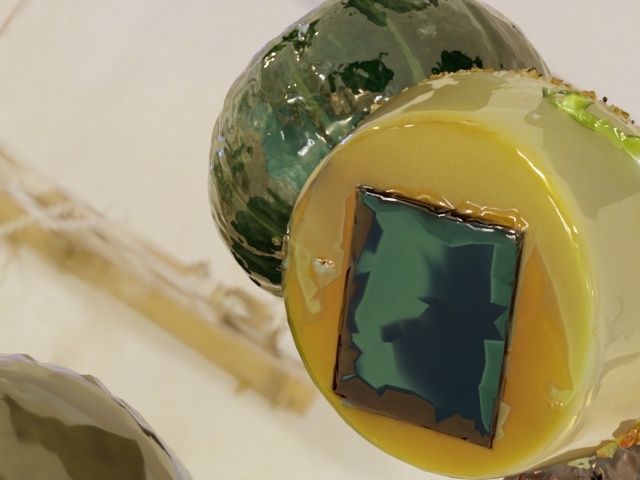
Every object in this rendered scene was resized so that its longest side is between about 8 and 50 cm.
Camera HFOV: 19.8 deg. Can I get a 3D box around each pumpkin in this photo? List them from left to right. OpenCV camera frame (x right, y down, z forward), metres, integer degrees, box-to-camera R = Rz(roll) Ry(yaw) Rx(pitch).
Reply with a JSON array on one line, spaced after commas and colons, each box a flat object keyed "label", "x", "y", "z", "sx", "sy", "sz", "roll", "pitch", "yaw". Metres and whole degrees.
[{"label": "pumpkin", "x": 0.044, "y": -0.075, "z": 1.484, "sx": 0.207, "sy": 0.300, "sz": 0.300, "roll": 55, "pitch": 3, "yaw": 28}]

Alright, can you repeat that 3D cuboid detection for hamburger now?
[{"label": "hamburger", "x": 0.118, "y": 0.023, "z": 1.234, "sx": 0.294, "sy": 0.276, "sz": 0.179, "roll": 13, "pitch": 19, "yaw": 29}]

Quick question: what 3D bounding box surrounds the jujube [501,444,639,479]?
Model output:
[{"label": "jujube", "x": 0.227, "y": 0.291, "z": 1.617, "sx": 0.216, "sy": 0.342, "sz": 0.216, "roll": 13, "pitch": -42, "yaw": 12}]

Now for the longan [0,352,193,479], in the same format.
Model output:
[{"label": "longan", "x": -0.277, "y": 0.283, "z": 1.493, "sx": 0.391, "sy": 0.391, "sz": 0.391, "roll": 33, "pitch": -7, "yaw": 5}]
